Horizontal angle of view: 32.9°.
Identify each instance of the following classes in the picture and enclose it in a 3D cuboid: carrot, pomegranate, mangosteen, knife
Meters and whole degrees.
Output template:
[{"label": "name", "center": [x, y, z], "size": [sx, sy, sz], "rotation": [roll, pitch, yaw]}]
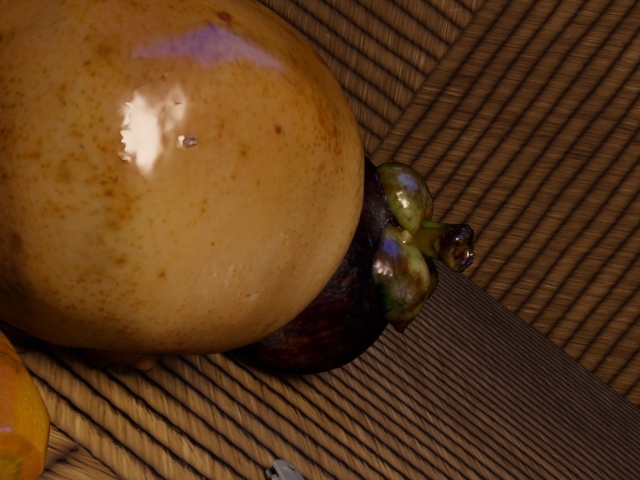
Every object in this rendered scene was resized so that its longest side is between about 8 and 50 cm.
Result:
[{"label": "carrot", "center": [-0.287, 0.069, 0.769], "size": [0.114, 0.114, 0.302], "rotation": [24, 15, -47]}, {"label": "pomegranate", "center": [-0.168, -0.060, 1.001], "size": [0.416, 0.417, 0.417], "rotation": [35, 12, -9]}, {"label": "mangosteen", "center": [-0.012, 0.006, 1.315], "size": [0.330, 0.330, 0.330], "rotation": [35, 12, -9]}, {"label": "knife", "center": [-0.011, 0.265, 1.020], "size": [0.044, 0.023, 0.162], "rotation": [30, 13, -38]}]
